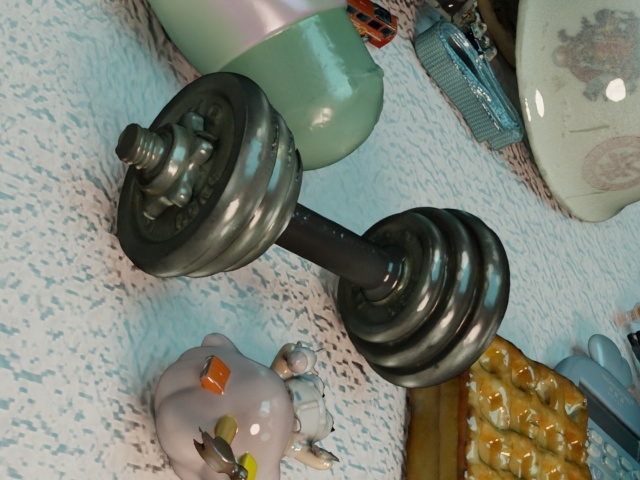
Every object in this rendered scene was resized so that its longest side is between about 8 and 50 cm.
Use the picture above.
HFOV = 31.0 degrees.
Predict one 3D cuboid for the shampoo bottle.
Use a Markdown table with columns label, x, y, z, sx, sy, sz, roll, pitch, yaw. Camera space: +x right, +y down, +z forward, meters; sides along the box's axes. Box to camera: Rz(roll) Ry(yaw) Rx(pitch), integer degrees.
| label | x | y | z | sx | sy | sz | roll | pitch | yaw |
| --- | --- | --- | --- | --- | --- | --- | --- | --- | --- |
| shampoo bottle | -0.064 | -0.229 | 1.076 | 0.349 | 0.151 | 0.222 | 61 | 32 | -1 |

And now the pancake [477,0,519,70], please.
| label | x | y | z | sx | sy | sz | roll | pitch | yaw |
| --- | --- | --- | --- | --- | --- | --- | --- | --- | --- |
| pancake | 0.297 | -0.338 | 1.633 | 0.282 | 0.049 | 0.282 | 26 | 51 | -37 |

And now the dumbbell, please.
| label | x | y | z | sx | sy | sz | roll | pitch | yaw |
| --- | --- | --- | --- | --- | --- | --- | --- | --- | --- |
| dumbbell | 0.000 | 0.000 | 0.989 | 0.406 | 0.179 | 0.179 | 27 | 50 | -36 |

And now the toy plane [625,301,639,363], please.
| label | x | y | z | sx | sy | sz | roll | pitch | yaw |
| --- | --- | --- | --- | --- | --- | --- | --- | --- | --- |
| toy plane | 0.453 | 0.172 | 1.506 | 0.078 | 0.053 | 0.197 | -16 | 85 | -43 |

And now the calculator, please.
| label | x | y | z | sx | sy | sz | roll | pitch | yaw |
| --- | --- | --- | --- | --- | --- | --- | --- | --- | --- |
| calculator | 0.317 | 0.241 | 1.317 | 0.188 | 0.042 | 0.302 | 41 | 43 | -23 |

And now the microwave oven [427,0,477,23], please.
| label | x | y | z | sx | sy | sz | roll | pitch | yaw |
| --- | --- | --- | --- | --- | --- | --- | --- | --- | --- |
| microwave oven | 0.134 | -0.447 | 1.357 | 0.295 | 0.181 | 0.237 | 42 | 40 | -5 |

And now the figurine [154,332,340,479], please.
| label | x | y | z | sx | sy | sz | roll | pitch | yaw |
| --- | --- | --- | --- | --- | --- | --- | --- | --- | --- |
| figurine | -0.058 | 0.138 | 0.904 | 0.229 | 0.112 | 0.137 | 4 | 73 | -62 |

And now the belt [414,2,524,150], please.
| label | x | y | z | sx | sy | sz | roll | pitch | yaw |
| --- | --- | --- | --- | --- | --- | --- | --- | --- | --- |
| belt | 0.192 | -0.198 | 1.425 | 0.179 | 0.065 | 0.100 | 56 | 47 | -12 |

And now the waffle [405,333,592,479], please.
| label | x | y | z | sx | sy | sz | roll | pitch | yaw |
| --- | --- | --- | --- | --- | --- | --- | --- | --- | --- |
| waffle | 0.176 | 0.248 | 1.115 | 0.213 | 0.091 | 0.308 | 33 | 48 | -33 |

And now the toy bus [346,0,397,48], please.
| label | x | y | z | sx | sy | sz | roll | pitch | yaw |
| --- | --- | --- | --- | --- | --- | --- | --- | --- | --- |
| toy bus | 0.041 | -0.255 | 1.296 | 0.110 | 0.043 | 0.031 | 22 | 53 | -40 |

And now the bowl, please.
| label | x | y | z | sx | sy | sz | roll | pitch | yaw |
| --- | --- | --- | --- | --- | --- | --- | --- | --- | --- |
| bowl | 0.442 | -0.238 | 1.507 | 0.435 | 0.196 | 0.434 | -1 | 92 | -53 |
